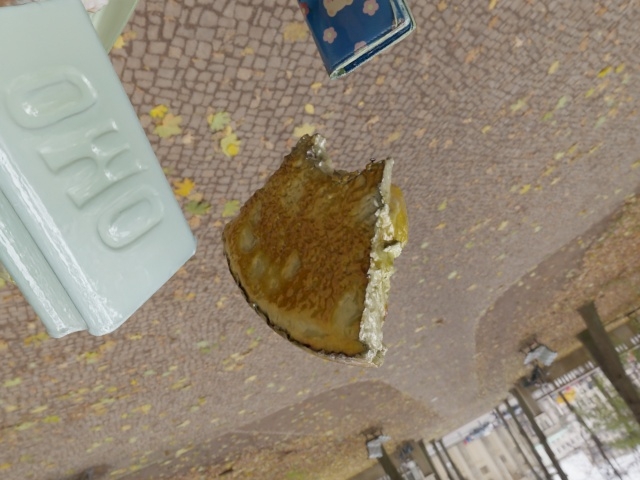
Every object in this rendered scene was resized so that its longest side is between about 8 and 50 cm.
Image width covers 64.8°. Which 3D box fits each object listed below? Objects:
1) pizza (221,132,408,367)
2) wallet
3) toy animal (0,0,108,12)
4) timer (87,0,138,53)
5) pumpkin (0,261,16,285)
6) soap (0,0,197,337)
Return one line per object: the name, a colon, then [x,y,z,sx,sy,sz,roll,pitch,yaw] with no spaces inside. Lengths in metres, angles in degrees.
pizza: [0.000,0.000,0.575,0.089,0.323,0.223,26,94,-41]
wallet: [0.029,-0.339,0.665,0.141,0.202,0.059,-24,178,26]
toy animal: [-0.286,-0.220,0.396,0.183,0.185,0.104,23,141,-10]
timer: [-0.385,-0.415,0.637,0.315,0.291,0.291,30,124,-22]
pumpkin: [-0.324,-0.013,0.626,0.217,0.110,0.217,-32,167,-8]
soap: [-0.173,-0.047,0.343,0.066,0.198,0.119,-5,-152,28]
